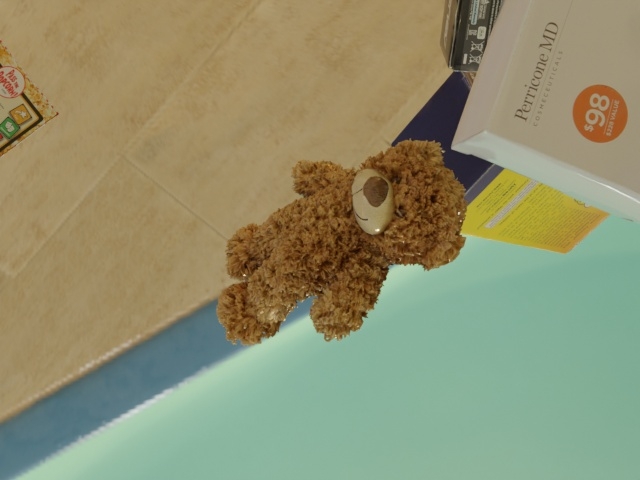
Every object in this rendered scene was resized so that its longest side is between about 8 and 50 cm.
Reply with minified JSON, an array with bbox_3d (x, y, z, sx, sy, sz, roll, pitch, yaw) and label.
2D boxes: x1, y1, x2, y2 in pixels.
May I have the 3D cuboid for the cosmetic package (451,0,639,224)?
[{"bbox_3d":[0.309,-0.203,0.807,0.284,0.097,0.377,20,83,-7],"label":"cosmetic package"}]

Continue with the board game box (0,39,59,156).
[{"bbox_3d":[-0.474,-0.170,1.278,0.193,0.045,0.146,-40,110,-16],"label":"board game box"}]

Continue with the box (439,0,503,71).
[{"bbox_3d":[0.314,-0.379,1.057,0.318,0.097,0.394,1,121,-2],"label":"box"}]

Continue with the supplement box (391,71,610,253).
[{"bbox_3d":[0.334,-0.128,1.624,0.357,0.194,0.195,9,136,-39],"label":"supplement box"}]

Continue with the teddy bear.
[{"bbox_3d":[0.000,0.000,1.083,0.113,0.338,0.245,42,57,-31],"label":"teddy bear"}]
